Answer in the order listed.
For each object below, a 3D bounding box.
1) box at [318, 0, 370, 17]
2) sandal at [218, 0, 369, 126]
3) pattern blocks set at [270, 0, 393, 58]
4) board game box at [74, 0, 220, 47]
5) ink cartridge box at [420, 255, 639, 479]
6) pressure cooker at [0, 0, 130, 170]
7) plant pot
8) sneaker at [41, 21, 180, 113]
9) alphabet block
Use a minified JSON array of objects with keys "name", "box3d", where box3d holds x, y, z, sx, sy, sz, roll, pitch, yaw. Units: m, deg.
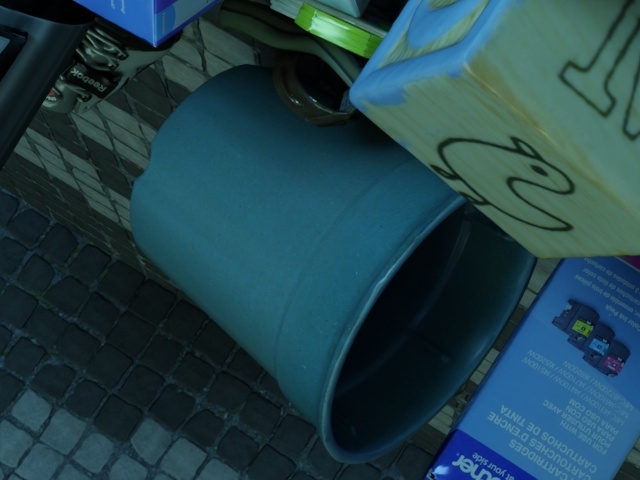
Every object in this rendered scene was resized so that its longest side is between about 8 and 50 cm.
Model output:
[{"name":"box","box3d":[-0.036,-0.270,1.088,0.203,0.114,0.103,26,163,25]},{"name":"sandal","box3d":[0.003,-0.151,1.333,0.120,0.086,0.302,15,-169,-37]},{"name":"pattern blocks set","box3d":[0.047,-0.168,1.192,0.324,0.026,0.285,25,-169,3]},{"name":"board game box","box3d":[-0.176,-0.331,0.985,0.233,0.078,0.347,30,141,21]},{"name":"ink cartridge box","box3d":[0.221,0.174,1.409,0.151,0.395,0.270,31,165,9]},{"name":"pressure cooker","box3d":[-0.405,-0.254,1.365,0.375,0.420,0.370,40,-164,15]},{"name":"plant pot","box3d":[0.000,0.000,1.521,0.334,0.341,0.341,34,167,28]},{"name":"sneaker","box3d":[-0.269,-0.214,1.718,0.122,0.146,0.330,39,163,-13]},{"name":"alphabet block","box3d":[0.171,-0.120,0.979,0.197,0.193,0.192,38,167,-16]}]
